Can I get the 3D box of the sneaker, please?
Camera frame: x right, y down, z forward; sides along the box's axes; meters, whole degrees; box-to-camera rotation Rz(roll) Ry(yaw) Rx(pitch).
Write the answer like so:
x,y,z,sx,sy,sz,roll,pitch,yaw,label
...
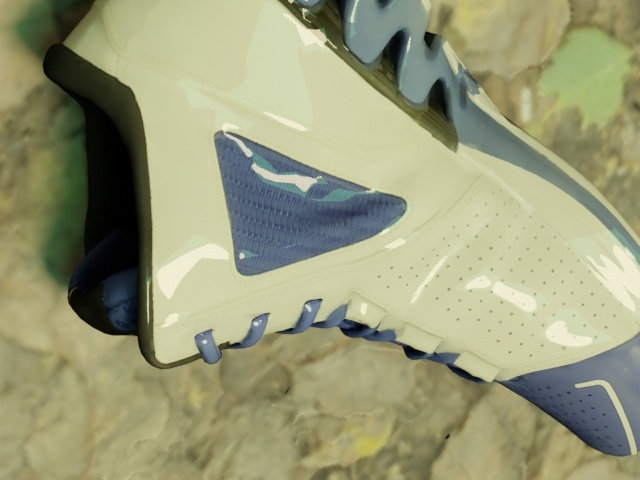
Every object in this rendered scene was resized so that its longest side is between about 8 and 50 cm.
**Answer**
x,y,z,sx,sy,sz,roll,pitch,yaw,label
-0.001,-0.001,0.667,0.182,0.127,0.315,-46,113,-6,sneaker
